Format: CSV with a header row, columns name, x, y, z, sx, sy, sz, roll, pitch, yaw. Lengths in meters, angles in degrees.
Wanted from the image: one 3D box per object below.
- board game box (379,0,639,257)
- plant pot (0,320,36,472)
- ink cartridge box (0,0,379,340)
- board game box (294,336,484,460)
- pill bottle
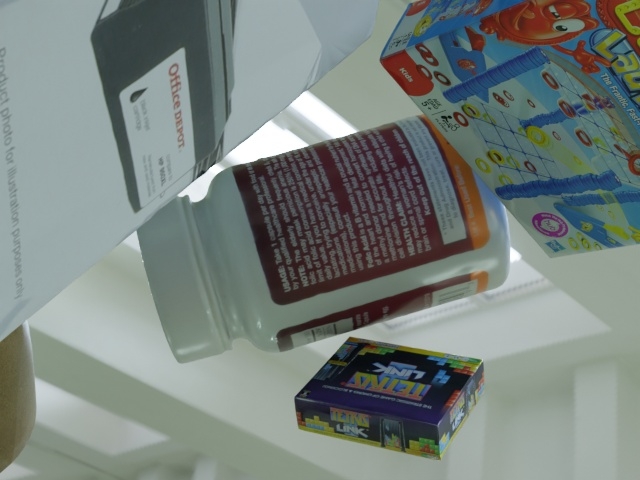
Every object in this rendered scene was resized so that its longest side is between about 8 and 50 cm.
name,x,y,z,sx,sy,sz,roll,pitch,yaw
board game box,0.263,-0.128,0.989,0.302,0.308,0.086,-13,-140,50
plant pot,-0.384,0.077,1.027,0.237,0.237,0.254,-105,-153,-49
ink cartridge box,-0.177,-0.133,0.470,0.395,0.285,0.166,-46,158,-41
board game box,0.078,0.170,1.179,0.170,0.048,0.141,7,-154,26
pill bottle,0.000,0.000,1.234,0.392,0.224,0.224,-16,-141,-4
